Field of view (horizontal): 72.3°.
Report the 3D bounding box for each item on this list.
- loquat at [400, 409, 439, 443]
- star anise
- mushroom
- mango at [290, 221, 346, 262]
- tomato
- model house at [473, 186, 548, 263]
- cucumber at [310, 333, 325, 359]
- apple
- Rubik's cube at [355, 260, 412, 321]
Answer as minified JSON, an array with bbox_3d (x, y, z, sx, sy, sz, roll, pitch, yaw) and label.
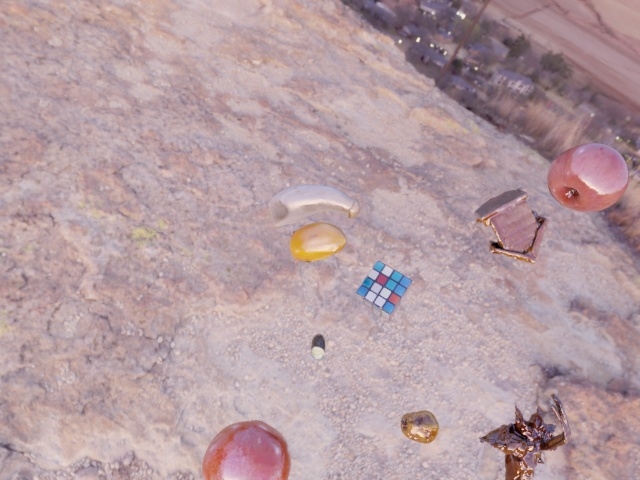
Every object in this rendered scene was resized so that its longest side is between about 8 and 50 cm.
[{"bbox_3d":[0.352,0.663,1.566,0.137,0.137,0.112,5,89,-19],"label":"loquat"},{"bbox_3d":[0.616,0.575,1.289,0.238,0.346,0.148,14,31,-6],"label":"star anise"},{"bbox_3d":[-0.021,-0.107,1.263,0.270,0.118,0.103,-4,31,24],"label":"mushroom"},{"bbox_3d":[0.000,0.000,1.889,0.257,0.138,0.187,-11,30,27],"label":"mango"},{"bbox_3d":[-0.183,0.557,1.116,0.232,0.232,0.188,14,54,-12],"label":"tomato"},{"bbox_3d":[0.647,-0.039,1.474,0.229,0.220,0.199,65,8,-2],"label":"model house"},{"bbox_3d":[-0.007,0.334,1.398,0.048,0.048,0.105,21,17,-5],"label":"cucumber"},{"bbox_3d":[0.574,-0.132,0.952,0.153,0.153,0.120,43,69,16],"label":"apple"},{"bbox_3d":[0.236,0.190,1.636,0.151,0.155,0.154,31,76,16],"label":"Rubik's cube"}]
